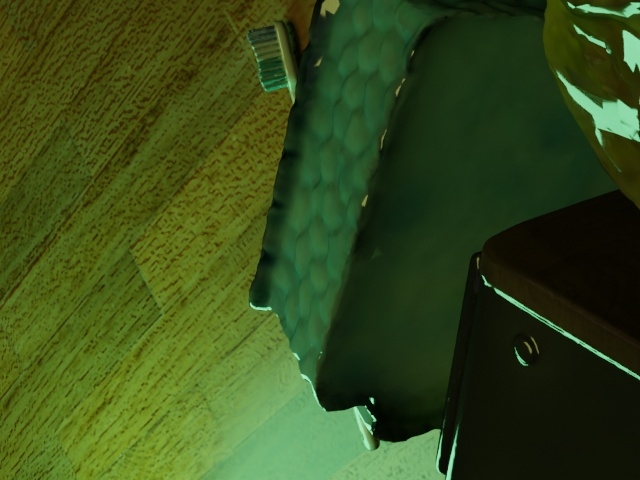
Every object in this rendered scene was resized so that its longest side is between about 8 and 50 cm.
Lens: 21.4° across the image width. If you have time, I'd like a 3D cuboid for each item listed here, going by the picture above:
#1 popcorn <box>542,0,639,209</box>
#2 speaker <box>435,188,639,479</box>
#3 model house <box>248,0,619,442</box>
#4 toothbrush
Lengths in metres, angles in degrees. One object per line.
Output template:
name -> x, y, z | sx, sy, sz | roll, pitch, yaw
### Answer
popcorn -> 0.217, -0.111, 0.671 | 0.293, 0.237, 0.293 | 42, 151, 30
speaker -> 0.194, 0.070, 0.782 | 0.192, 0.231, 0.153 | 32, 128, 39
model house -> 0.068, -0.060, 0.938 | 0.241, 0.226, 0.261 | 52, 136, 45
toothbrush -> 0.002, 0.000, 1.158 | 0.030, 0.030, 0.304 | -6, 101, 52
